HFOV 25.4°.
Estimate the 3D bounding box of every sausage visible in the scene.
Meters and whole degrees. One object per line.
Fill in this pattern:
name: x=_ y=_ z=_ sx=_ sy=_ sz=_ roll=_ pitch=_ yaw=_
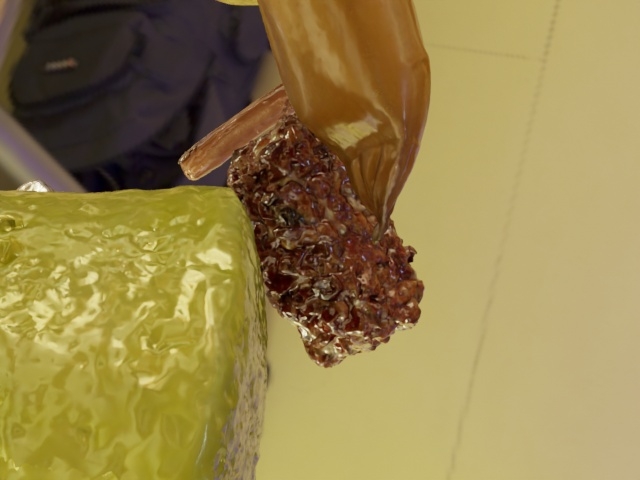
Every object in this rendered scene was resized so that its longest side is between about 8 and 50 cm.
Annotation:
sausage: x=0.010 y=-0.161 z=1.002 sx=0.112 sy=0.112 sz=0.328 roll=-17 pitch=94 yaw=21
sausage: x=-0.089 y=-0.136 z=1.705 sx=0.186 sy=0.043 sz=0.043 roll=-37 pitch=66 yaw=-11

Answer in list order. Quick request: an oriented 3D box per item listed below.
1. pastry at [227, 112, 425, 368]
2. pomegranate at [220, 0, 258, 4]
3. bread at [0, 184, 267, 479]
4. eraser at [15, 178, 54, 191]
pastry: x=-0.001 y=0.001 z=1.131 sx=0.097 sy=0.115 sz=0.208 roll=-17 pitch=115 yaw=37
pomegranate: x=-0.082 y=-0.375 z=1.578 sx=0.215 sy=0.215 sz=0.215 roll=-4 pitch=79 yaw=24
bread: x=-0.191 y=0.116 z=0.941 sx=0.307 sy=0.348 sz=0.348 roll=11 pitch=85 yaw=-8
eraser: x=-0.276 y=0.046 z=1.329 sx=0.204 sy=0.059 sz=0.243 roll=-22 pitch=44 yaw=26
